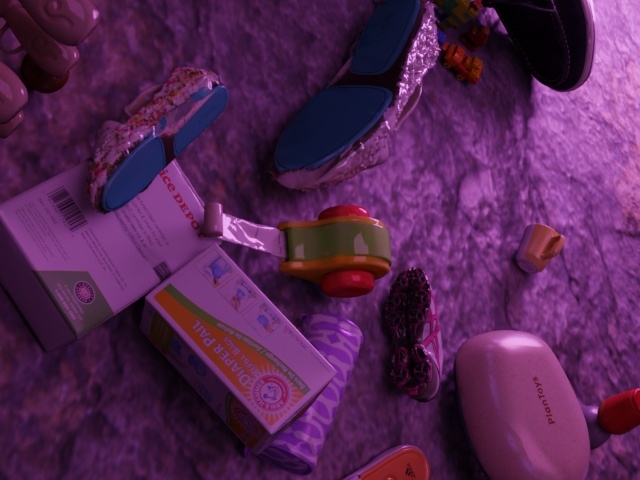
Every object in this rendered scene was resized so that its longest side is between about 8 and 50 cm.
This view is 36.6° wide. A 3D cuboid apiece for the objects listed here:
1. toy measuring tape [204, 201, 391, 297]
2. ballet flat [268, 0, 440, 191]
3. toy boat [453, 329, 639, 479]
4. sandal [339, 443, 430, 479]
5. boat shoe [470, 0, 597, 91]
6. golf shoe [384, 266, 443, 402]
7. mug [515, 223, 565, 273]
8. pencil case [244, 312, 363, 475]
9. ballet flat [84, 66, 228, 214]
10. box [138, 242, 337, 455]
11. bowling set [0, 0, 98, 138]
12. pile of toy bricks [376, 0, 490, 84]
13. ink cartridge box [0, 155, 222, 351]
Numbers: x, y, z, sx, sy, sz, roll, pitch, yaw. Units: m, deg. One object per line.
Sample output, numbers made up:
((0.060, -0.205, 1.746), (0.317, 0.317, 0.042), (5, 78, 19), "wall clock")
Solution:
((0.000, 0.000, 1.181), (0.330, 0.121, 0.121), (22, 61, -54), "toy measuring tape")
((0.075, -0.184, 1.350), (0.147, 0.147, 0.409), (44, 55, -17), "ballet flat")
((0.326, 0.262, 1.379), (0.318, 0.148, 0.267), (4, 60, -31), "toy boat")
((0.061, 0.330, 1.194), (0.265, 0.076, 0.102), (-32, 95, -39), "sandal")
((0.294, -0.433, 1.521), (0.156, 0.187, 0.500), (-42, 125, -18), "boat shoe")
((0.132, 0.130, 1.330), (0.086, 0.067, 0.186), (38, 48, -56), "golf shoe")
((0.338, 0.013, 1.511), (0.062, 0.078, 0.064), (29, 64, 10), "mug")
((-0.016, 0.182, 1.184), (0.088, 0.086, 0.206), (18, 57, 7), "pencil case")
((-0.192, -0.114, 1.050), (0.077, 0.091, 0.241), (26, 46, 15), "ballet flat")
((-0.095, 0.123, 1.077), (0.103, 0.114, 0.203), (-40, 82, -26), "box")
((-0.362, -0.197, 1.028), (0.287, 0.200, 0.154), (-45, 101, 6), "bowling set")
((0.203, -0.352, 1.509), (0.212, 0.105, 0.118), (37, 56, -22), "pile of toy bricks")
((-0.242, -0.004, 1.070), (0.219, 0.092, 0.160), (-35, 96, -40), "ink cartridge box")
